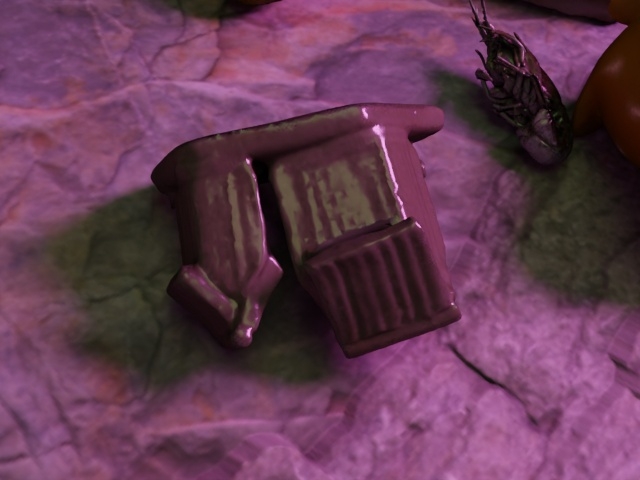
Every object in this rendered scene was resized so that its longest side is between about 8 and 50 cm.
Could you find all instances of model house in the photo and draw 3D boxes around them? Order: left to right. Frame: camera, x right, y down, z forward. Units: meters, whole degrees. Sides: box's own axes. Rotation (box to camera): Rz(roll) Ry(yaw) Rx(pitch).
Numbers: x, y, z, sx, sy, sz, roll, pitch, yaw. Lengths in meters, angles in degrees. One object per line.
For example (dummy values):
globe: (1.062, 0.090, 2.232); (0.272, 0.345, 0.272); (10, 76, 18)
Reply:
model house: (-0.001, -0.007, 0.679); (0.229, 0.122, 0.188); (-13, 72, -2)

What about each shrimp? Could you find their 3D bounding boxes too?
shrimp: (0.167, -0.139, 0.825); (0.065, 0.056, 0.165); (-28, 79, -42)

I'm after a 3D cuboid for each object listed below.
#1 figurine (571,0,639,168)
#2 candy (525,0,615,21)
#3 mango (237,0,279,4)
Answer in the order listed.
figurine: (0.318, -0.098, 0.777); (0.215, 0.215, 0.228); (-24, 50, -24)
candy: (0.210, -0.292, 0.914); (0.234, 0.104, 0.102); (12, 60, -2)
mango: (0.013, -0.347, 0.868); (0.146, 0.193, 0.316); (39, 72, -20)
